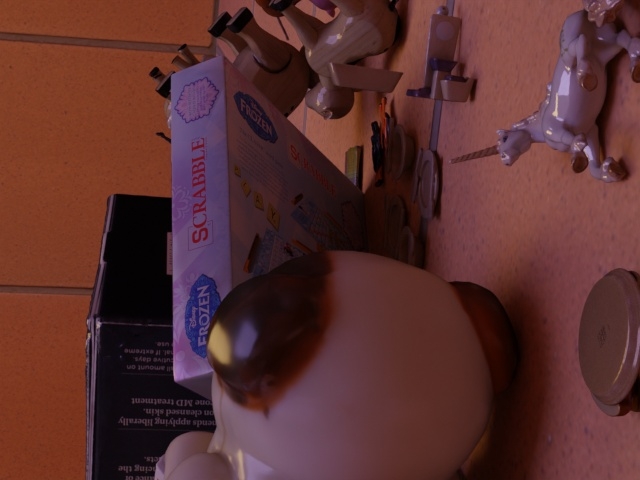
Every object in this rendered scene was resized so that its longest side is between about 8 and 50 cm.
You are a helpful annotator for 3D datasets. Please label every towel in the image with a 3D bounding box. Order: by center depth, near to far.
[{"bbox_3d":[0.038,-0.071,1.407,0.060,0.009,0.083,175,96,-78],"label":"towel"}]

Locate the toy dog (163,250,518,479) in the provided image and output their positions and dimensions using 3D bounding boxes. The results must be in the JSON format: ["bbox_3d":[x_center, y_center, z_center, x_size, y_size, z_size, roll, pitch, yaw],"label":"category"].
[{"bbox_3d":[0.004,0.210,0.863,0.395,0.284,0.408,172,101,-76],"label":"toy dog"}]

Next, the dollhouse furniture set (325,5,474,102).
[{"bbox_3d":[0.068,-0.165,1.014,0.091,0.114,0.081,-137,54,-78],"label":"dollhouse furniture set"}]

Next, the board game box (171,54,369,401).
[{"bbox_3d":[-0.037,0.032,1.182,0.319,0.066,0.318,42,-141,-53],"label":"board game box"}]

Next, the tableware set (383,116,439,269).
[{"bbox_3d":[0.082,-0.034,1.152,0.168,0.020,0.141,-115,29,-67],"label":"tableware set"}]

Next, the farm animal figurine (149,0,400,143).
[{"bbox_3d":[-0.035,-0.200,1.359,0.327,0.172,0.330,-44,21,6],"label":"farm animal figurine"}]

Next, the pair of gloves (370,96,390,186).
[{"bbox_3d":[0.066,-0.104,1.269,0.083,0.010,0.074,111,157,-67],"label":"pair of gloves"}]

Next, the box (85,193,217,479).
[{"bbox_3d":[-0.177,0.234,1.678,0.480,0.297,0.472,-108,24,-68],"label":"box"}]

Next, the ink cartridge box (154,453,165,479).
[{"bbox_3d":[-0.080,0.420,1.353,0.303,0.072,0.307,37,140,22],"label":"ink cartridge box"}]

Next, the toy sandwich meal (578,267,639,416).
[{"bbox_3d":[0.172,0.058,0.670,0.085,0.029,0.085,-173,90,-80],"label":"toy sandwich meal"}]

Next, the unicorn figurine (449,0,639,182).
[{"bbox_3d":[0.153,-0.084,0.734,0.111,0.060,0.162,-106,37,-59],"label":"unicorn figurine"}]
